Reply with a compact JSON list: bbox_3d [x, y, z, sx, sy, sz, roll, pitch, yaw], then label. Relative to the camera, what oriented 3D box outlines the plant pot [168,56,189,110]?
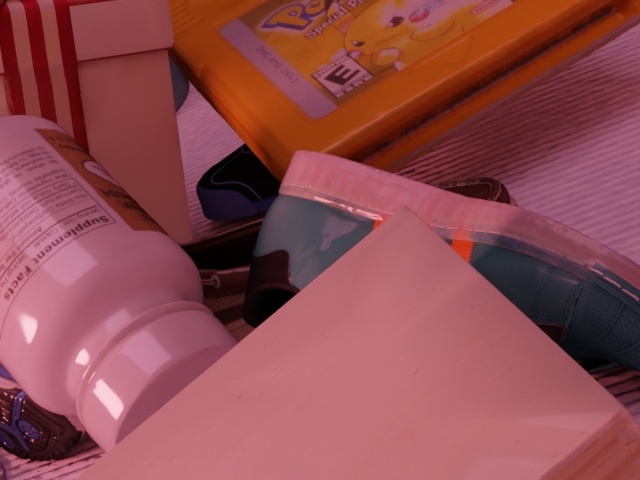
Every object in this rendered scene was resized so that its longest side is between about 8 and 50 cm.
[{"bbox_3d":[-0.318,-0.197,1.657,0.293,0.235,0.293,-23,23,10],"label":"plant pot"}]

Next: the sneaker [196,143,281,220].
[{"bbox_3d":[-0.004,-0.099,1.287,0.232,0.090,0.081,-25,23,3],"label":"sneaker"}]

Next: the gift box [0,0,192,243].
[{"bbox_3d":[-0.263,-0.082,1.220,0.276,0.258,0.255,-13,12,-36],"label":"gift box"}]

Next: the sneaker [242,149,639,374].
[{"bbox_3d":[0.075,0.040,0.909,0.302,0.108,0.121,18,82,45],"label":"sneaker"}]

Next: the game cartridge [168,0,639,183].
[{"bbox_3d":[0.041,-0.175,1.229,0.285,0.053,0.324,-31,39,-9],"label":"game cartridge"}]

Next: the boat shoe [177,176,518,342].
[{"bbox_3d":[-0.001,0.004,1.055,0.257,0.095,0.095,-22,23,12],"label":"boat shoe"}]

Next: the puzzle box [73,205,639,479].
[{"bbox_3d":[-0.063,0.167,0.720,0.409,0.052,0.272,-40,24,0],"label":"puzzle box"}]

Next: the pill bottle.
[{"bbox_3d":[-0.148,0.034,1.004,0.131,0.131,0.229,-35,56,-18],"label":"pill bottle"}]

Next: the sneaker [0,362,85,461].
[{"bbox_3d":[-0.213,0.093,1.114,0.081,0.080,0.211,-41,27,-24],"label":"sneaker"}]

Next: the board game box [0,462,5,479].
[{"bbox_3d":[-0.294,0.180,1.066,0.133,0.033,0.168,6,38,47],"label":"board game box"}]
